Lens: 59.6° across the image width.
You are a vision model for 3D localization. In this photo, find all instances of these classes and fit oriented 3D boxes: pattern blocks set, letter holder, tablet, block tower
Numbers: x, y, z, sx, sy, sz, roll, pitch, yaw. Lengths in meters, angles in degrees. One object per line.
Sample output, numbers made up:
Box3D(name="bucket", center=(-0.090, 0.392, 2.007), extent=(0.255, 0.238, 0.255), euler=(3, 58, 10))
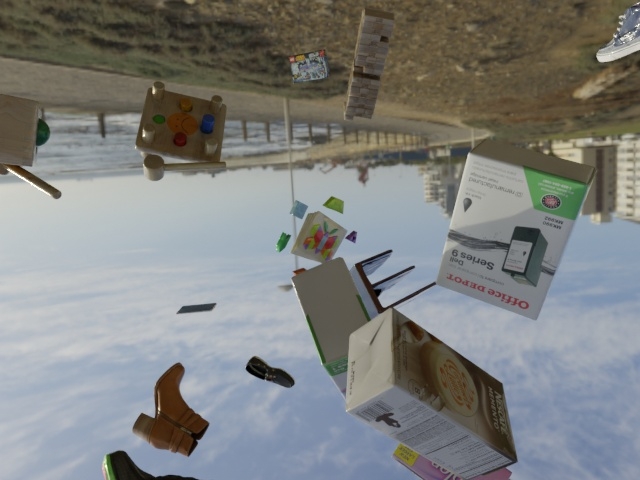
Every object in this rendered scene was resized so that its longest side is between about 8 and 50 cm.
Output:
Box3D(name="pattern blocks set", center=(0.000, 0.000, 1.739), extent=(0.325, 0.285, 0.026), euler=(9, -166, -46))
Box3D(name="letter holder", center=(0.201, 0.128, 1.651), extent=(0.215, 0.151, 0.302), euler=(-24, 168, -12))
Box3D(name="tablet", center=(-0.282, 0.156, 1.275), extent=(0.084, 0.006, 0.054), euler=(-6, -168, 5))
Box3D(name="block tower", center=(0.144, -0.530, 1.707), extent=(0.097, 0.335, 0.090), euler=(9, -138, -5))

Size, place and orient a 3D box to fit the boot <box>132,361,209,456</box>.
Box3D(name="boot", center=(-0.471, 0.568, 1.884), extent=(0.220, 0.109, 0.283), euler=(17, -127, 16))

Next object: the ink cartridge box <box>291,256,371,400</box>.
Box3D(name="ink cartridge box", center=(0.053, 0.197, 1.147), extent=(0.117, 0.201, 0.278), euler=(-23, 145, 0))

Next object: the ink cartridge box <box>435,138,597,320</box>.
Box3D(name="ink cartridge box", center=(0.363, -0.020, 1.066), extent=(0.211, 0.288, 0.121), euler=(20, -149, 23))

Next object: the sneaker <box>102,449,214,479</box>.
Box3D(name="sneaker", center=(-0.397, 0.726, 1.552), extent=(0.202, 0.483, 0.185), euler=(-52, -169, -22))

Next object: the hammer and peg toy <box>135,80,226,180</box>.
Box3D(name="hammer and peg toy", center=(-0.423, -0.309, 1.720), extent=(0.266, 0.361, 0.127), euler=(9, 147, -16))

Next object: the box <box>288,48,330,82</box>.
Box3D(name="box", center=(-0.038, -0.604, 1.941), extent=(0.137, 0.093, 0.027), euler=(-3, -160, 25))

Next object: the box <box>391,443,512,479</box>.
Box3D(name="box", center=(0.288, 0.497, 1.230), extent=(0.214, 0.117, 0.243), euler=(31, 167, 25))

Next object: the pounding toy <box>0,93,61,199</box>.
Box3D(name="pounding toy", center=(-0.355, -0.106, 0.610), extent=(0.141, 0.100, 0.130), euler=(6, -176, -25))

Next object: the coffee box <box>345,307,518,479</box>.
Box3D(name="coffee box", center=(0.161, 0.227, 0.817), extent=(0.098, 0.247, 0.141), euler=(-40, -154, 32))

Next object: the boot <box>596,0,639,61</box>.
Box3D(name="boot", center=(0.624, -0.426, 1.122), extent=(0.069, 0.086, 0.190), euler=(-37, -168, -15))

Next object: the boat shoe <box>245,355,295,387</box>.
Box3D(name="boat shoe", center=(-0.128, 0.341, 1.416), extent=(0.133, 0.048, 0.042), euler=(26, -150, 8))

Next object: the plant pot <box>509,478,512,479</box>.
Box3D(name="plant pot", center=(0.532, 0.805, 1.583), extent=(0.227, 0.228, 0.207), euler=(22, -174, 13))
